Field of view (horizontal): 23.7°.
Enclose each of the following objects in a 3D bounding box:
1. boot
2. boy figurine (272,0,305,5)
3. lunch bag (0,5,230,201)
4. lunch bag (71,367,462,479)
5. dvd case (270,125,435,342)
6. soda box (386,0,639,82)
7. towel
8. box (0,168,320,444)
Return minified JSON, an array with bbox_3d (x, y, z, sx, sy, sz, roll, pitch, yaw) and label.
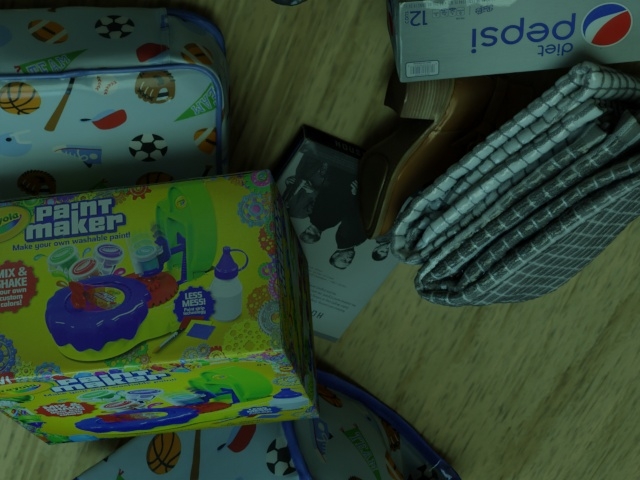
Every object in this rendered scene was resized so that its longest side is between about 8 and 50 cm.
[{"bbox_3d":[0.127,-0.082,1.535,0.152,0.073,0.197,3,123,-25],"label":"boot"},{"bbox_3d":[-0.069,-0.332,1.283,0.177,0.092,0.285,-44,128,-13],"label":"boy figurine"},{"bbox_3d":[-0.237,-0.104,1.461,0.303,0.115,0.243,-1,136,-4],"label":"lunch bag"},{"bbox_3d":[-0.038,0.336,1.795,0.328,0.239,0.385,-34,142,20],"label":"lunch bag"},{"bbox_3d":[0.000,0.000,1.633,0.179,0.029,0.238,21,126,-23],"label":"dvd case"},{"bbox_3d":[0.207,-0.221,1.421,0.286,0.098,0.091,-6,130,-3],"label":"soda box"},{"bbox_3d":[0.234,-0.040,1.505,0.284,0.121,0.235,-39,161,23],"label":"towel"},{"bbox_3d":[-0.164,0.073,1.475,0.290,0.177,0.279,-7,160,5],"label":"box"}]
